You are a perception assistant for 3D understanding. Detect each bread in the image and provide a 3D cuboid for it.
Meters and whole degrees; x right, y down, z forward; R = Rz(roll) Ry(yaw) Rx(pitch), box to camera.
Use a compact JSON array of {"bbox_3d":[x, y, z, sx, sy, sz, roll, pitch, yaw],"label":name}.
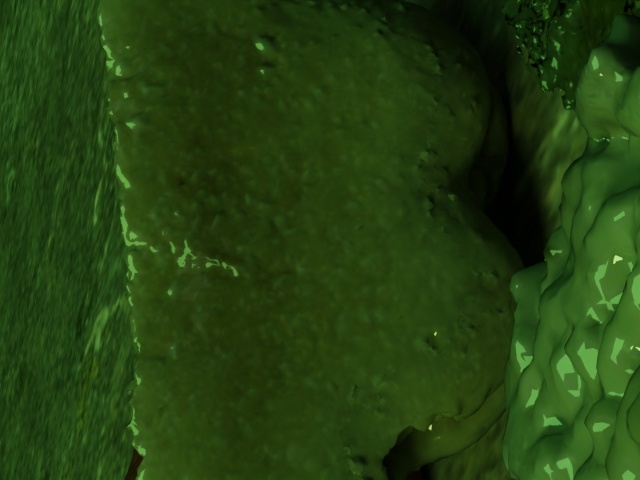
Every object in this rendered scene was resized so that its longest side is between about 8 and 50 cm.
[{"bbox_3d":[-0.003,-0.001,0.815,0.102,0.183,0.337,54,-153,-67],"label":"bread"}]

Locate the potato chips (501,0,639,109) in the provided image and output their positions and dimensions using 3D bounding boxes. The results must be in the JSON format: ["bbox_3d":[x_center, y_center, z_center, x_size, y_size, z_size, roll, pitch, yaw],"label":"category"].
[{"bbox_3d":[0.117,-0.113,0.735,0.209,0.026,0.142,-135,49,-63],"label":"potato chips"}]

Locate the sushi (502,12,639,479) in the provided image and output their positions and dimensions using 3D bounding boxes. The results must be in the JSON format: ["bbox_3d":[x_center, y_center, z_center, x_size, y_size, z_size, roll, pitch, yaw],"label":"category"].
[{"bbox_3d":[0.157,-0.004,0.418,0.196,0.181,0.343,-106,28,-49],"label":"sushi"}]

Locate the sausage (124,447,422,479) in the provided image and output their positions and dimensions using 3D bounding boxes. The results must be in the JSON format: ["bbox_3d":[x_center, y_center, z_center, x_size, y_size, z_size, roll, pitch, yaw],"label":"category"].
[{"bbox_3d":[-0.021,0.180,0.889,0.152,0.152,0.280,151,119,-66],"label":"sausage"}]

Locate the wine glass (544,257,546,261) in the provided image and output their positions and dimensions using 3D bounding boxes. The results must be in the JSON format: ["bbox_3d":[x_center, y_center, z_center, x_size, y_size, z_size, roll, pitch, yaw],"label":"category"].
[{"bbox_3d":[0.131,0.079,0.600,0.079,0.079,0.195,120,147,-50],"label":"wine glass"}]
